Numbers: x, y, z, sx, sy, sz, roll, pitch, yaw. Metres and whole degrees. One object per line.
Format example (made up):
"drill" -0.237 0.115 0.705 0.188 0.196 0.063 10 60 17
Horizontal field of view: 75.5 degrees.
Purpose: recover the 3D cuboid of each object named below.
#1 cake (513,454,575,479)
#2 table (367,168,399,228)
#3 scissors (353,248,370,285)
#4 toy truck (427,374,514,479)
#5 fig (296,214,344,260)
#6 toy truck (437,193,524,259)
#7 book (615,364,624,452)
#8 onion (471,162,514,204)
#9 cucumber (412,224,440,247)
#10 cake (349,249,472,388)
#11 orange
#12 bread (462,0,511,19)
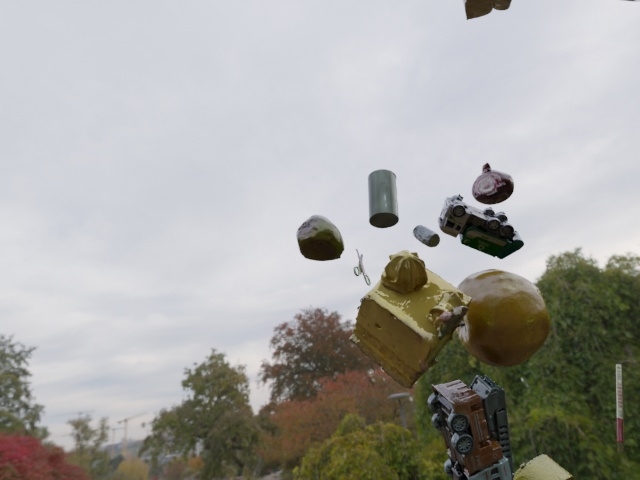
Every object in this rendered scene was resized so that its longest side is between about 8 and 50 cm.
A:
"cake" 0.833 0.935 1.574 0.260 0.179 0.156 2 16 -34
"table" 0.263 -0.177 1.747 0.126 0.220 0.126 2 -29 1
"scissors" 0.197 0.123 2.000 0.020 0.187 0.133 -30 -50 25
"toy truck" 0.421 0.541 1.102 0.184 0.339 0.133 -16 7 -9
"fig" 0.000 0.000 1.332 0.144 0.165 0.154 -65 -13 22
"toy truck" 0.482 -0.040 1.248 0.253 0.114 0.124 21 -64 3
"book" 0.938 0.526 1.295 0.022 0.232 0.162 0 -32 36
"onion" 0.757 -0.245 1.818 0.173 0.198 0.135 -17 -40 31
"cucumber" 0.391 -0.016 1.541 0.064 0.112 0.064 -10 -66 -22
"cake" 0.233 0.186 1.060 0.222 0.227 0.286 -37 -30 -34
"orange" 0.503 0.215 1.165 0.235 0.279 0.279 -14 -24 1
"bread" 0.382 -0.614 0.978 0.105 0.152 0.077 -10 -12 16
